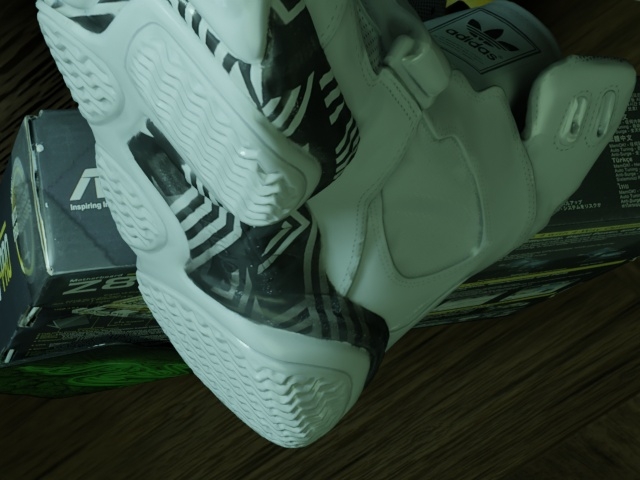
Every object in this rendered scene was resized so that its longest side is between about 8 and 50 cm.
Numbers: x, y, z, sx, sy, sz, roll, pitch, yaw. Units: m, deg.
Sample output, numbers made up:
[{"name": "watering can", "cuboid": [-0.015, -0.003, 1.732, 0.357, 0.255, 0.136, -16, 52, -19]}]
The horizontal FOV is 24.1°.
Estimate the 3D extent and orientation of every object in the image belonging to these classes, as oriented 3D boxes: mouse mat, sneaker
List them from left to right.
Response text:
[{"name": "mouse mat", "cuboid": [-0.148, 0.085, 0.968, 0.153, 0.007, 0.190, -13, 169, 21]}, {"name": "sneaker", "cuboid": [0.015, -0.076, 0.606, 0.210, 0.137, 0.366, -39, 151, -21]}]

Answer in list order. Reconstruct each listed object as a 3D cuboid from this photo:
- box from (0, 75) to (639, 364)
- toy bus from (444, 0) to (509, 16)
[{"name": "box", "cuboid": [0.000, 0.000, 0.916, 0.395, 0.097, 0.318, -6, 169, -18]}, {"name": "toy bus", "cuboid": [0.015, -0.116, 0.882, 0.191, 0.104, 0.202, -7, 139, -18]}]
